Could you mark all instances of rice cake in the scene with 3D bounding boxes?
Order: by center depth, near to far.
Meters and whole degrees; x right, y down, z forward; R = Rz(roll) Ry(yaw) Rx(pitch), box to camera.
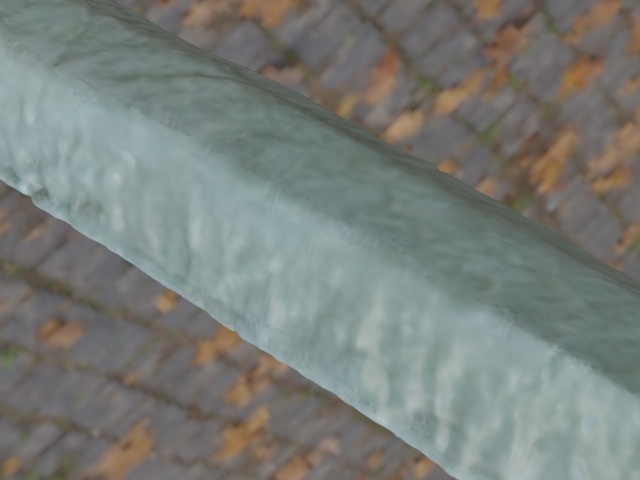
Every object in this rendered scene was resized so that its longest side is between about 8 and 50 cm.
[{"bbox_3d":[0.000,0.000,0.370,0.045,0.245,0.042,-15,129,-51],"label":"rice cake"}]
